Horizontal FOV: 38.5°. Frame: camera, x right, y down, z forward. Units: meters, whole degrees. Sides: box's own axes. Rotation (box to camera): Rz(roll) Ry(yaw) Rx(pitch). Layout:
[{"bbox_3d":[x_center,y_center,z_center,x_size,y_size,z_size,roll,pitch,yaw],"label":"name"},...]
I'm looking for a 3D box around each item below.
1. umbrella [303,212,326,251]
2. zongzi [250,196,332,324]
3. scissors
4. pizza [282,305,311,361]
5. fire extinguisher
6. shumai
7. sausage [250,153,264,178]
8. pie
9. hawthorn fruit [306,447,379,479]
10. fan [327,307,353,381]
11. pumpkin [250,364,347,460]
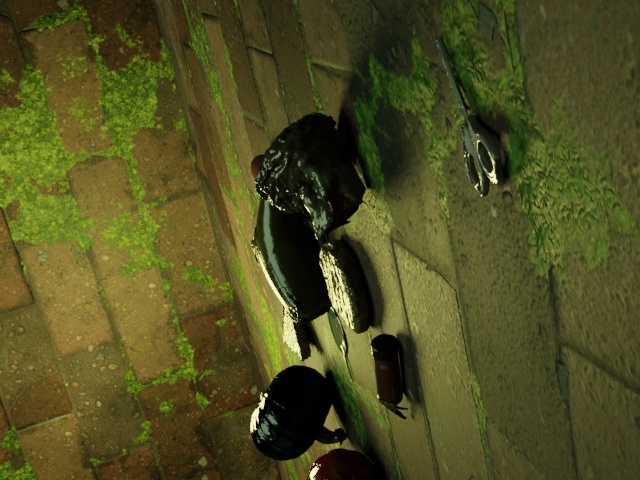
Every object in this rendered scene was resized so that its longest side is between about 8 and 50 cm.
[{"bbox_3d":[-0.001,0.002,1.861,0.044,0.044,0.269,-68,-33,-65],"label":"umbrella"},{"bbox_3d":[-0.059,0.011,1.952,0.260,0.123,0.289,59,158,31],"label":"zongzi"},{"bbox_3d":[0.161,-0.144,1.026,0.100,0.015,0.189,114,138,-75],"label":"scissors"},{"bbox_3d":[-0.058,0.243,2.398,0.195,0.052,0.185,-115,21,-48],"label":"pizza"},{"bbox_3d":[0.125,0.250,1.642,0.062,0.050,0.177,13,131,30],"label":"fire extinguisher"},{"bbox_3d":[0.001,-0.098,1.528,0.175,0.166,0.206,44,160,16],"label":"shumai"},{"bbox_3d":[-0.121,-0.156,2.102,0.154,0.062,0.062,-134,29,-65],"label":"sausage"},{"bbox_3d":[0.045,0.084,1.758,0.195,0.046,0.195,161,90,-78],"label":"pie"},{"bbox_3d":[0.062,0.558,2.060,0.235,0.181,0.181,124,128,-68],"label":"hawthorn fruit"},{"bbox_3d":[0.046,0.232,2.042,0.113,0.005,0.175,164,88,-77],"label":"fan"},{"bbox_3d":[-0.048,0.453,2.321,0.248,0.248,0.248,162,90,-77],"label":"pumpkin"}]
